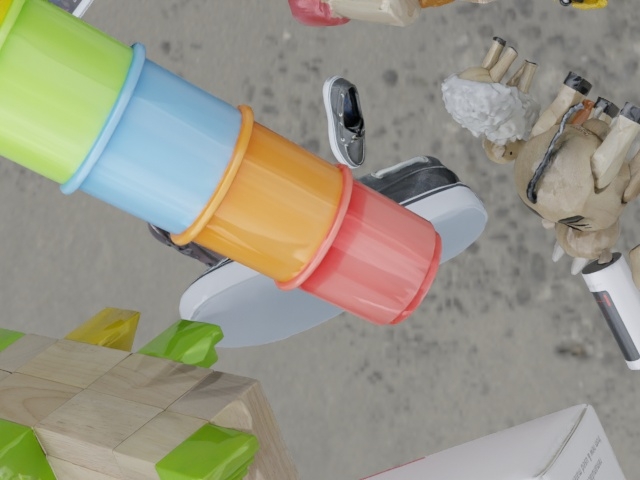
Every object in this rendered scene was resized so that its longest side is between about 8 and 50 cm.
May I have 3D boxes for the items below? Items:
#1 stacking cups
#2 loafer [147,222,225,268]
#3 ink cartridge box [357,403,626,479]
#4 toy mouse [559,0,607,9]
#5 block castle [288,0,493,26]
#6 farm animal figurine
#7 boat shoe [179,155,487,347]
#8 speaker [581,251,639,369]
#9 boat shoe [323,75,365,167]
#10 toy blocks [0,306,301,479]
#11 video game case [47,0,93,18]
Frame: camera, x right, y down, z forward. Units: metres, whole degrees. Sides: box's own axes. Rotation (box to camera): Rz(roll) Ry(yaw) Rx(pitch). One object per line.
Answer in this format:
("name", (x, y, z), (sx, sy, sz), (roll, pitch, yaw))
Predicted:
("stacking cups", (-0.087, -0.041, 0.693), (0.316, 0.096, 0.096), (30, 125, -19))
("loafer", (-0.128, -0.010, 1.409), (0.095, 0.109, 0.302), (-35, 137, 18))
("ink cartridge box", (0.083, 0.250, 0.657), (0.207, 0.117, 0.283), (-24, 91, 25))
("toy mouse", (0.288, -0.291, 1.427), (0.161, 0.031, 0.143), (12, 154, 4))
("block castle", (0.149, -0.439, 1.666), (0.213, 0.453, 0.302), (18, 120, 45))
("farm animal figurine", (0.300, -0.037, 1.393), (0.327, 0.330, 0.172), (25, 98, -43))
("boat shoe", (0.001, -0.003, 1.250), (0.306, 0.105, 0.113), (-24, 146, -19))
("speaker", (0.363, 0.083, 1.644), (0.055, 0.055, 0.136), (-24, 101, 21))
("boat shoe", (0.038, -0.153, 1.839), (0.040, 0.049, 0.142), (25, 143, 43))
("toy blocks", (-0.125, 0.217, 1.027), (0.381, 0.191, 0.260), (5, 123, 47))
("video game case", (-0.313, -0.326, 1.482), (0.190, 0.022, 0.173), (41, 123, -7))
